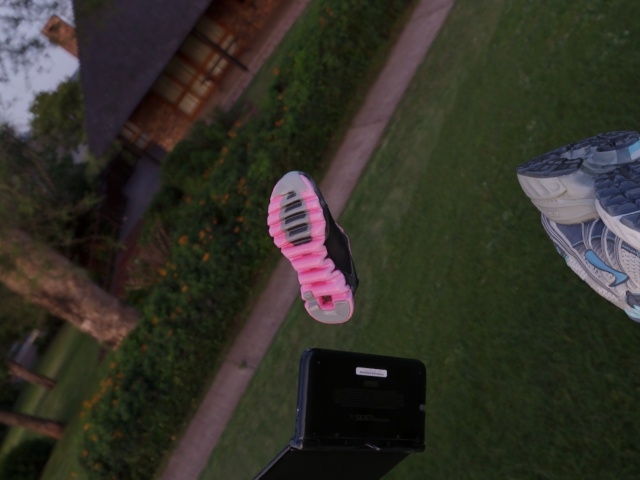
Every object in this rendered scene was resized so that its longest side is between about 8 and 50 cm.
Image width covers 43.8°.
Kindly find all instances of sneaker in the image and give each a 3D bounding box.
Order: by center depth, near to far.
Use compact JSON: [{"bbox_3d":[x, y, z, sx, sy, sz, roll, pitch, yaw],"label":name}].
[{"bbox_3d":[0.231,-0.001,0.525,0.110,0.122,0.283,-24,13,1],"label":"sneaker"},{"bbox_3d":[0.000,0.000,0.590,0.047,0.119,0.057,-6,24,29],"label":"sneaker"}]

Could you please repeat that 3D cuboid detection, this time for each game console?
[{"bbox_3d":[0.016,0.142,0.621,0.071,0.122,0.107,-12,71,52],"label":"game console"}]
